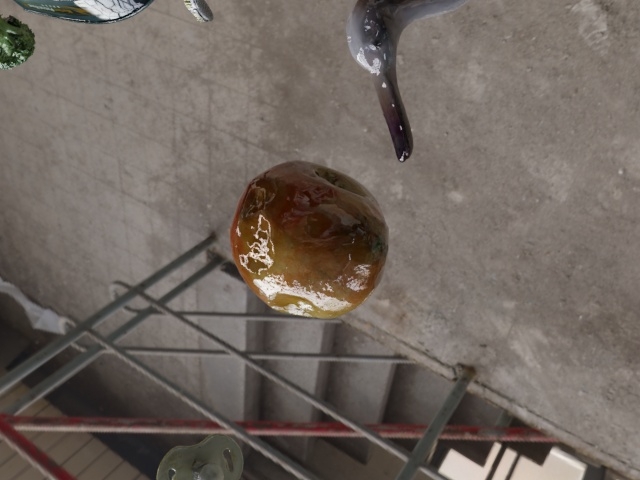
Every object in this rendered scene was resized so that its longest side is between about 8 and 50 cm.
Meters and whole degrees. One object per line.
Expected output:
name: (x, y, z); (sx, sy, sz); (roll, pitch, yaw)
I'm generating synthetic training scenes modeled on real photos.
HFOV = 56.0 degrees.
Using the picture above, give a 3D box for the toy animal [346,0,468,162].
toy animal: (0.101, -0.237, 0.403); (0.195, 0.324, 0.090); (44, 168, -20)

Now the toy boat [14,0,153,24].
toy boat: (-0.247, -0.276, 0.640); (0.246, 0.103, 0.093); (21, 88, 35)

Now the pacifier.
pacifier: (-0.107, 0.221, 0.560); (0.064, 0.083, 0.068); (-19, 83, 65)

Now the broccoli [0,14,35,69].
broccoli: (-0.639, -0.382, 1.030); (0.241, 0.261, 0.269); (-51, 53, 45)

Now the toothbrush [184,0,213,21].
toothbrush: (-0.321, -0.537, 1.094); (0.042, 0.035, 0.413); (6, 161, 28)

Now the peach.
peach: (0.000, 0.000, 0.805); (0.235, 0.214, 0.214); (18, 130, 50)
